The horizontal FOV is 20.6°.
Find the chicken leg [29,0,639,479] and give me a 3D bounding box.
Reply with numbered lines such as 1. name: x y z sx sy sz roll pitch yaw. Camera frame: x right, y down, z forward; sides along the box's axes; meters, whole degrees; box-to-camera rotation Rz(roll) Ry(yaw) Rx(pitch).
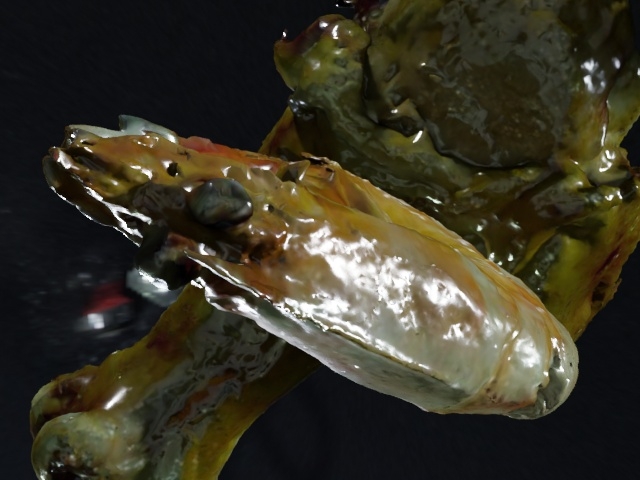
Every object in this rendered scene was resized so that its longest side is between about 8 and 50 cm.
1. chicken leg: 0.033 0.009 0.867 0.211 0.140 0.361 34 -77 -4

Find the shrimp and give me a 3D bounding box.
1. shrimp: -0.001 0.001 0.670 0.062 0.294 0.154 -52 -127 10
